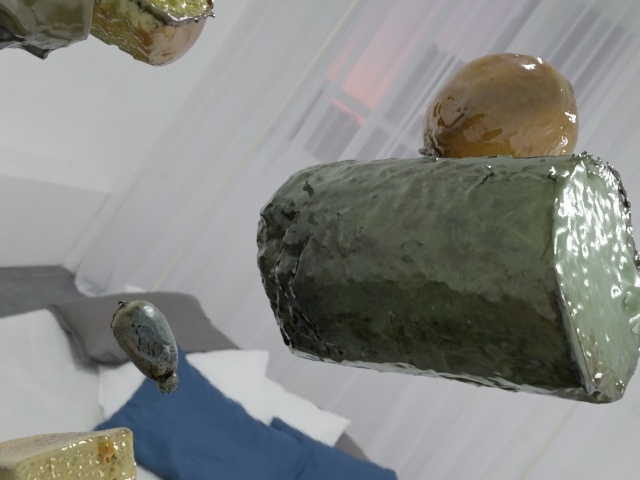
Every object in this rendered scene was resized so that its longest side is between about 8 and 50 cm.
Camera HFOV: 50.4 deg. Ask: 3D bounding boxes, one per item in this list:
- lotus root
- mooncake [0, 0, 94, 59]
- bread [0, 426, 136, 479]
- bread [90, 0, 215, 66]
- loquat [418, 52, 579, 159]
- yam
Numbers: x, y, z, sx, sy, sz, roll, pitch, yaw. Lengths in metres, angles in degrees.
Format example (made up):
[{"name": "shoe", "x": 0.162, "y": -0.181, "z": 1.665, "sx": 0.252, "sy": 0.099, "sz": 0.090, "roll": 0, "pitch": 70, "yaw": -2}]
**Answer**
[{"name": "lotus root", "x": -0.265, "y": 0.162, "z": 1.058, "sx": 0.165, "sy": 0.088, "sz": 0.088, "roll": 59, "pitch": 9, "yaw": 4}, {"name": "mooncake", "x": -0.498, "y": -0.342, "z": 0.862, "sx": 0.394, "sy": 0.393, "sz": 0.246, "roll": 39, "pitch": 18, "yaw": 10}, {"name": "bread", "x": -0.388, "y": 0.327, "z": 0.914, "sx": 0.184, "sy": 0.274, "sz": 0.114, "roll": -4, "pitch": 79, "yaw": -52}, {"name": "bread", "x": -0.292, "y": -0.385, "z": 1.140, "sx": 0.204, "sy": 0.163, "sz": 0.262, "roll": 28, "pitch": 33, "yaw": -4}, {"name": "loquat", "x": 0.272, "y": -0.168, "z": 1.036, "sx": 0.238, "sy": 0.238, "sz": 0.193, "roll": 31, "pitch": 21, "yaw": -34}, {"name": "yam", "x": 0.098, "y": 0.021, "z": 0.570, "sx": 0.299, "sy": 0.195, "sz": 0.195, "roll": 2, "pitch": -16, "yaw": 38}]
